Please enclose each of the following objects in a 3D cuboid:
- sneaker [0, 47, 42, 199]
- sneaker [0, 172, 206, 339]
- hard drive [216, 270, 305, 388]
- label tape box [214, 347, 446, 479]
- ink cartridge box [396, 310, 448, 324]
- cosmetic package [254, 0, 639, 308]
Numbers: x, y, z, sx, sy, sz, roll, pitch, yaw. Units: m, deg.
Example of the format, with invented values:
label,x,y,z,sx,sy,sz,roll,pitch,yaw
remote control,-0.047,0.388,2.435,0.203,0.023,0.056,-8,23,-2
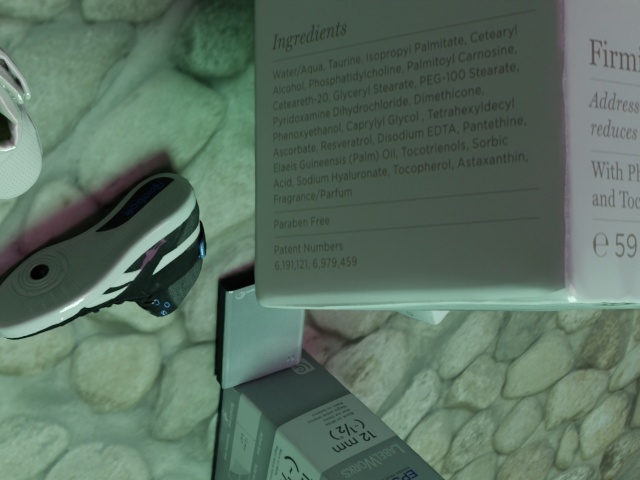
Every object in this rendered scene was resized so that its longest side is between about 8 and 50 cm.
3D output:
label,x,y,z,sx,sy,sz,roll,pitch,yaw
sneaker,-0.264,-0.087,1.148,0.108,0.169,0.292,-45,144,-7
sneaker,-0.187,0.045,1.413,0.217,0.079,0.121,-36,140,-17
hard drive,-0.061,0.084,1.614,0.094,0.022,0.135,-17,133,-25
label tape box,0.029,0.315,1.646,0.115,0.348,0.249,-19,134,-33
ink cartridge box,0.169,-0.147,1.623,0.385,0.091,0.308,-51,146,-25
cosmetic package,0.167,-0.140,1.260,0.329,0.327,0.393,2,86,-43
